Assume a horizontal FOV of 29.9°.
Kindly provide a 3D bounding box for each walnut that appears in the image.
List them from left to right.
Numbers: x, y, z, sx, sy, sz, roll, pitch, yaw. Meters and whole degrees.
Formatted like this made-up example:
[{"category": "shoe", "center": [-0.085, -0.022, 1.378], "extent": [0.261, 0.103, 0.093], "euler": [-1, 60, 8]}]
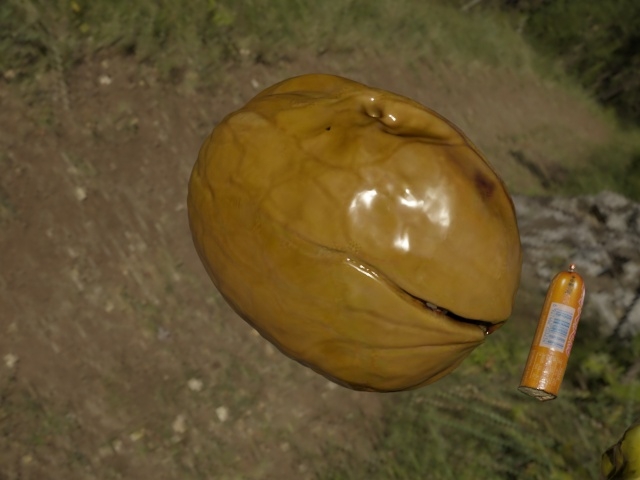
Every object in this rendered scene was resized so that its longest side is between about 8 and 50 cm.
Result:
[{"category": "walnut", "center": [-0.003, 0.000, 0.643], "extent": [0.211, 0.167, 0.087], "euler": [28, 24, 29]}]

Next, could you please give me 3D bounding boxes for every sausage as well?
[{"category": "sausage", "center": [0.179, 0.067, 0.910], "extent": [0.031, 0.031, 0.107], "euler": [36, 69, -44]}]

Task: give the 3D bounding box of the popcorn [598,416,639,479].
[{"category": "popcorn", "center": [0.172, 0.148, 0.390], "extent": [0.235, 0.181, 0.217], "euler": [-37, 123, -61]}]
